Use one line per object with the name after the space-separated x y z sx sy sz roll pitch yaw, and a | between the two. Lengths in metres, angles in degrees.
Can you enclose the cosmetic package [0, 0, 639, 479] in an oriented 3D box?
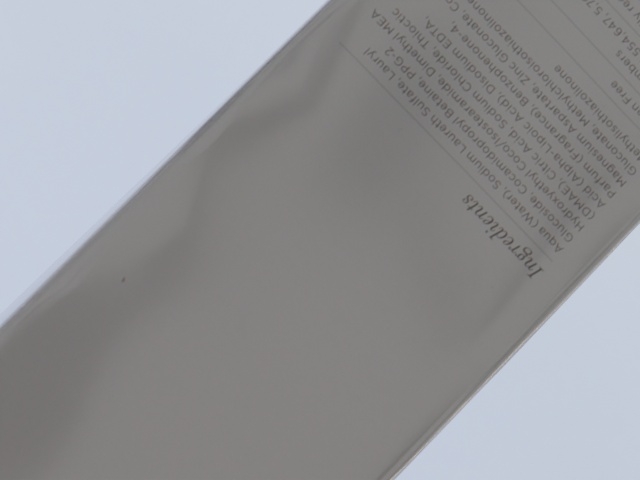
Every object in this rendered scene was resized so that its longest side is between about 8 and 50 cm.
0.000 0.000 0.651 0.385 0.217 0.156 -44 -84 -9 | cosmetic package
